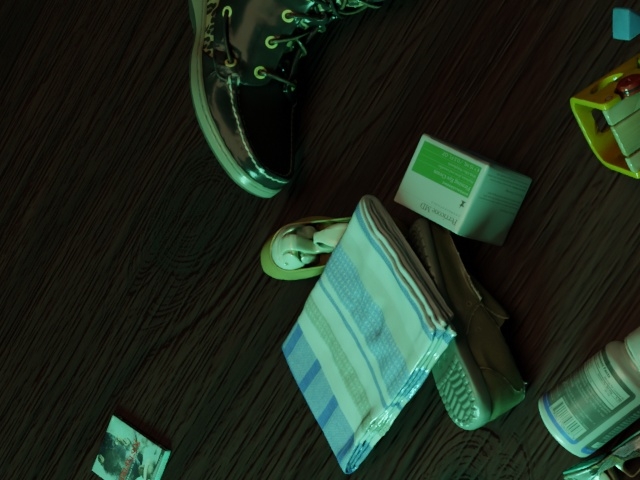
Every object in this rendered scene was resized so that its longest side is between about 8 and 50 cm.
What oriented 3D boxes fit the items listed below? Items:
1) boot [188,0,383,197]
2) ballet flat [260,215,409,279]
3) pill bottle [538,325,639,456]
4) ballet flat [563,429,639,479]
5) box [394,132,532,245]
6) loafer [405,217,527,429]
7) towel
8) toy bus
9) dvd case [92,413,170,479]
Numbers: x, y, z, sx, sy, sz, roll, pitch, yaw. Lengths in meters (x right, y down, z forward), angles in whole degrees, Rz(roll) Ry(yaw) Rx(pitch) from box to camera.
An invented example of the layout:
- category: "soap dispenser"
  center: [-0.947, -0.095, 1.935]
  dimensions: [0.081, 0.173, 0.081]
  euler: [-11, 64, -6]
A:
- category: "boot"
  center: [-0.022, -0.269, 1.636]
  dimensions: [0.284, 0.138, 0.377]
  euler: [-24, 61, 33]
- category: "ballet flat"
  center: [0.000, 0.000, 1.593]
  dimensions: [0.232, 0.073, 0.080]
  euler: [-11, 73, 37]
- category: "pill bottle"
  center: [0.296, 0.151, 1.319]
  dimensions: [0.137, 0.078, 0.078]
  euler: [-43, 57, 23]
- category: "ballet flat"
  center: [0.300, 0.229, 1.326]
  dimensions: [0.114, 0.041, 0.041]
  euler: [-36, 60, 28]
- category: "box"
  center: [0.160, -0.057, 1.458]
  dimensions: [0.101, 0.102, 0.087]
  euler: [30, 101, 38]
- category: "loafer"
  center: [0.156, 0.089, 1.447]
  dimensions: [0.094, 0.087, 0.251]
  euler: [126, 132, -55]
- category: "towel"
  center: [0.044, 0.111, 1.495]
  dimensions: [0.209, 0.034, 0.285]
  euler: [61, 139, 32]
- category: "toy bus"
  center: [0.355, -0.154, 1.317]
  dimensions: [0.104, 0.202, 0.190]
  euler: [-141, 64, -69]
- category: "dvd case"
  center: [-0.259, 0.301, 1.774]
  dimensions: [0.119, 0.013, 0.087]
  euler: [26, 97, 38]
